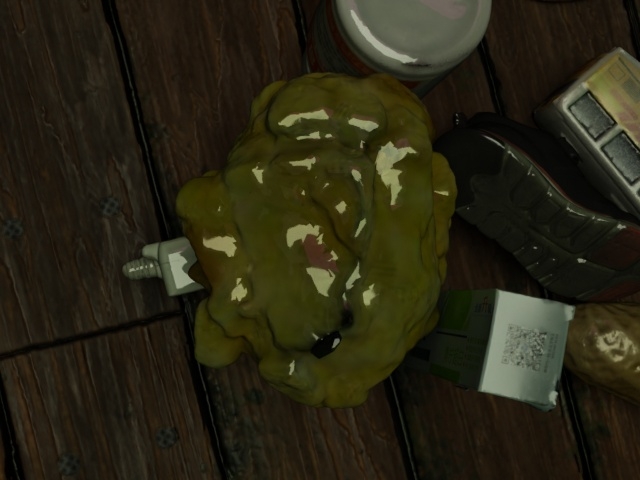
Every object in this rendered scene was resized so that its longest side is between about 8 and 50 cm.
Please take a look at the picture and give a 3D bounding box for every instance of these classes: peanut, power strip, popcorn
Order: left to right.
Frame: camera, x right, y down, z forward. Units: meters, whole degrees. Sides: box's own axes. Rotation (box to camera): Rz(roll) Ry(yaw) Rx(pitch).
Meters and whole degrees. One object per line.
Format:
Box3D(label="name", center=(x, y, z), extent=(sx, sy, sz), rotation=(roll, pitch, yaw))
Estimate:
Box3D(label="power strip", center=(-0.034, 0.001, 0.867), extent=(0.338, 0.098, 0.058), rotation=(-13, 91, -10))
Box3D(label="popcorn", center=(0.000, 0.000, 0.718), extent=(0.252, 0.215, 0.286), rotation=(1, 90, -16))
Box3D(label="peanut", center=(0.361, 0.131, 0.930), extent=(0.226, 0.095, 0.108), rotation=(26, 86, -8))

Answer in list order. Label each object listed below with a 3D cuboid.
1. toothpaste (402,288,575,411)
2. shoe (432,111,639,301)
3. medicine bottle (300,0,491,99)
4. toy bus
Box3D(label="toothpaste", center=(0.131, 0.091, 0.768), extent=(0.067, 0.336, 0.081), rotation=(13, 85, -5))
Box3D(label="shoe", center=(0.242, -0.042, 0.907), extent=(0.291, 0.137, 0.114), rotation=(34, 122, -10))
Box3D(label="medicine bottle", center=(0.061, -0.196, 0.820), extent=(0.144, 0.252, 0.144), rotation=(1, 85, -7))
Box3D(label="toy bus", center=(0.396, -0.057, 0.948), extent=(0.138, 0.097, 0.342), rotation=(-39, 93, -8))
